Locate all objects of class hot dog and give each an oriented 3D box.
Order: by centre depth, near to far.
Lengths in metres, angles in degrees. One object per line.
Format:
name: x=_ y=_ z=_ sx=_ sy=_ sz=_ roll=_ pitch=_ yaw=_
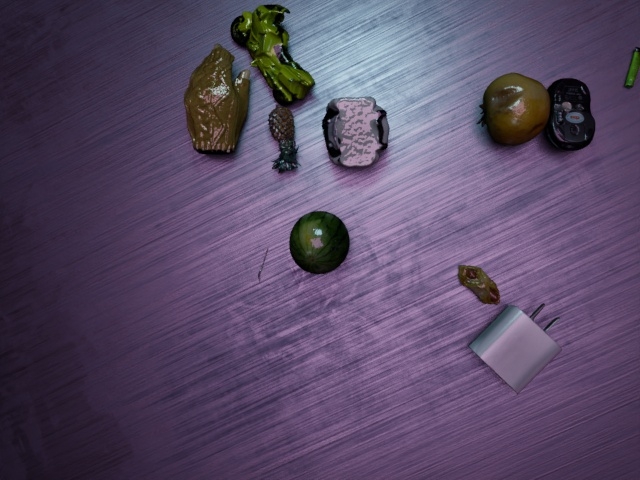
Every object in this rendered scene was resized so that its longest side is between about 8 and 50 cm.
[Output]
hot dog: x=0.489 y=0.133 z=1.708 sx=0.169 sy=0.061 sz=0.078 roll=42 pitch=91 yaw=5

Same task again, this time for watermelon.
watermelon: x=0.000 y=0.000 z=1.708 sx=0.188 sy=0.214 sz=0.188 roll=9 pitch=126 yaw=12

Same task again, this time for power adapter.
power adapter: x=0.598 y=0.299 z=1.662 sx=0.187 sy=0.124 sz=0.255 roll=45 pitch=93 yaw=4

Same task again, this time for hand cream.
hand cream: x=0.956 y=-0.526 z=1.701 sx=0.036 sy=0.023 sz=0.122 roll=18 pitch=89 yaw=-15

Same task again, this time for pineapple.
pineapple: x=-0.122 y=-0.325 z=1.772 sx=0.103 sy=0.083 sz=0.221 roll=-9 pitch=88 yaw=17

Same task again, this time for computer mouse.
computer mouse: x=0.741 y=-0.371 z=1.681 sx=0.137 sy=0.096 sz=0.233 roll=9 pitch=76 yaw=-6

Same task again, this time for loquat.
loquat: x=0.568 y=-0.388 z=1.647 sx=0.213 sy=0.213 sz=0.213 roll=0 pitch=88 yaw=6

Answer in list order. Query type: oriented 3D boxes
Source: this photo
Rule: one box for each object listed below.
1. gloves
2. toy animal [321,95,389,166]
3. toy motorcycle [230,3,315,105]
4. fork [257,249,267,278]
gloves: x=-0.327 y=-0.444 z=1.760 sx=0.203 sy=0.155 sz=0.356 roll=1 pitch=85 yaw=2
toy animal: x=0.107 y=-0.336 z=1.715 sx=0.204 sy=0.156 sz=0.208 roll=-5 pitch=104 yaw=2
toy motorcycle: x=-0.139 y=-0.599 z=1.755 sx=0.206 sy=0.142 sz=0.342 roll=-37 pitch=84 yaw=42
fork: x=-0.187 y=0.080 z=1.800 sx=0.012 sy=0.016 sz=0.115 roll=14 pitch=90 yaw=-16
